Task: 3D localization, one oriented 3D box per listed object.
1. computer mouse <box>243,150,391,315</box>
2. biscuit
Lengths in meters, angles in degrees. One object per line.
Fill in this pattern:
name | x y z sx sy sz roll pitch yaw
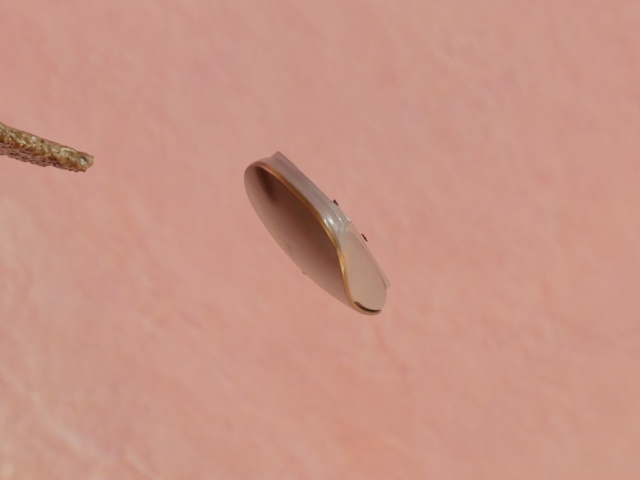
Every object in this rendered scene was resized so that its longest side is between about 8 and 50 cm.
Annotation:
computer mouse | -0.001 0.001 1.067 0.045 0.102 0.199 -44 162 -4
biscuit | -0.329 -0.102 1.509 0.131 0.237 0.026 22 84 -35
